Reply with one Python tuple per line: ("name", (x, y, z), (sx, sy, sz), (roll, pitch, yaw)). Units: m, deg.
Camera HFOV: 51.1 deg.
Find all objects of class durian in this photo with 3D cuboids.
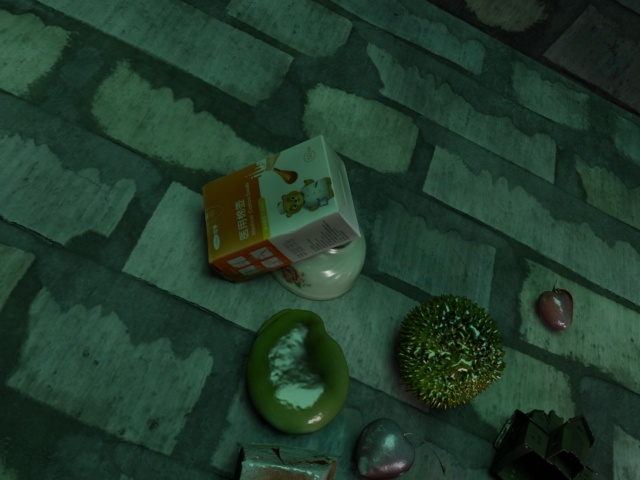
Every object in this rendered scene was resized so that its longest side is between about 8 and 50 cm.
("durian", (0.320, 0.261, 1.611), (0.291, 0.224, 0.291), (12, 60, -21))

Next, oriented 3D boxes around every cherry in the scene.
("cherry", (0.673, 0.191, 1.919), (0.106, 0.087, 0.126), (21, 70, -20))
("cherry", (0.157, 0.484, 1.458), (0.188, 0.115, 0.148), (53, 33, 8))

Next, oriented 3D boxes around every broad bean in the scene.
("broad bean", (-0.048, 0.286, 1.487), (0.237, 0.119, 0.291), (13, 55, -17))

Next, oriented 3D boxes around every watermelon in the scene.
("watermelon", (-0.066, 0.502, 1.281), (0.212, 0.201, 0.262), (14, 57, -5))

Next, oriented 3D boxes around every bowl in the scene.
("bowl", (0.000, 0.000, 1.692), (0.276, 0.145, 0.277), (11, 56, -16))

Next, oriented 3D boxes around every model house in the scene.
("model house", (0.563, 0.489, 1.611), (0.211, 0.204, 0.243), (40, 34, 4))

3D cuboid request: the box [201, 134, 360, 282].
("box", (-0.101, -0.068, 1.568), (0.143, 0.341, 0.225), (43, 31, -54))
